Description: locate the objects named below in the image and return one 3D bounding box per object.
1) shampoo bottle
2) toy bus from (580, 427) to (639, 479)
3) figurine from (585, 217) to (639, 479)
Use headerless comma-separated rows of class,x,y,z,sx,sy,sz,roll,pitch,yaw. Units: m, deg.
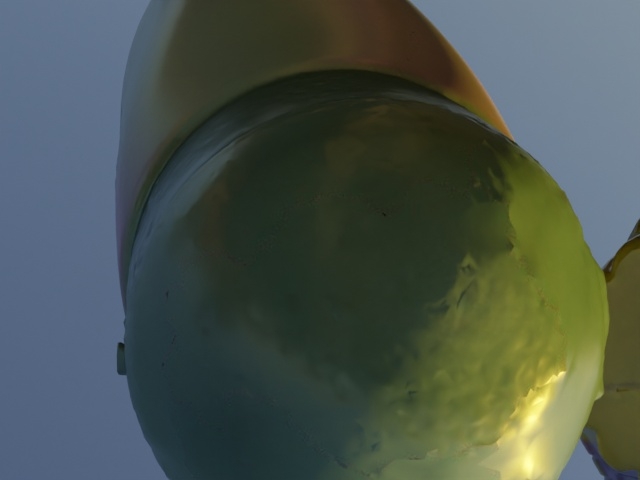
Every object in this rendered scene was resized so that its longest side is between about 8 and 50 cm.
shampoo bottle,0.000,0.000,0.565,0.151,0.222,0.349,-9,-164,-5
toy bus,0.421,0.060,1.298,0.249,0.440,0.209,60,175,4
figurine,0.225,-0.009,0.759,0.168,0.187,0.315,57,-158,-15
